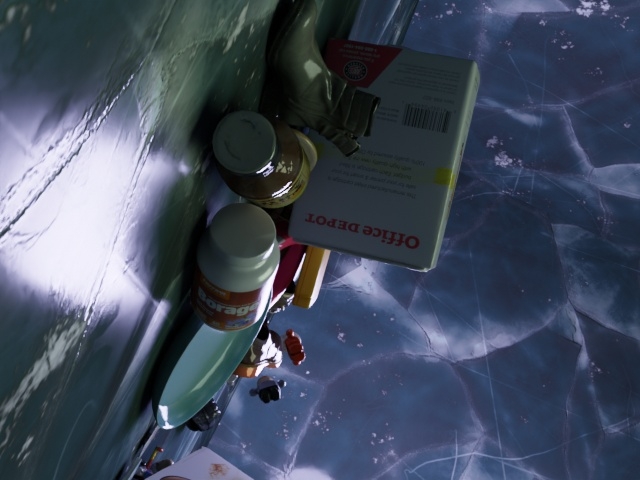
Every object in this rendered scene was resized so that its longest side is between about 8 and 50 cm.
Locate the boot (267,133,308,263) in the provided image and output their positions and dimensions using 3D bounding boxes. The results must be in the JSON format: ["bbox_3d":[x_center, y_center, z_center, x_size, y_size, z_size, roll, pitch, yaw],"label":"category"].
[{"bbox_3d":[-0.057,-0.091,1.692,0.262,0.095,0.203,-57,171,-26],"label":"boot"}]

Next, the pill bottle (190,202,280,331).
[{"bbox_3d":[-0.126,0.040,1.179,0.216,0.121,0.121,110,5,-57],"label":"pill bottle"}]

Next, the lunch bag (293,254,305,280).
[{"bbox_3d":[-0.053,-0.042,2.055,0.303,0.115,0.243,-63,172,-53],"label":"lunch bag"}]

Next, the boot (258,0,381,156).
[{"bbox_3d":[0.012,-0.217,1.070,0.246,0.161,0.083,110,5,-64],"label":"boot"}]

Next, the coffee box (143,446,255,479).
[{"bbox_3d":[-0.246,0.669,1.586,0.338,0.334,0.338,-60,167,5],"label":"coffee box"}]

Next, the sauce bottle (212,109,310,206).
[{"bbox_3d":[-0.076,-0.102,1.011,0.344,0.111,0.111,7,108,-86],"label":"sauce bottle"}]

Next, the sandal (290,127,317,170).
[{"bbox_3d":[-0.067,-0.106,1.381,0.240,0.088,0.079,123,-12,-69],"label":"sandal"}]

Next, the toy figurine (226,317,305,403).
[{"bbox_3d":[-0.164,0.309,2.133,0.209,0.213,0.148,-62,-166,1],"label":"toy figurine"}]

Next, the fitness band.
[{"bbox_3d":[-0.125,0.071,1.576,0.291,0.054,0.209,-27,146,-59],"label":"fitness band"}]

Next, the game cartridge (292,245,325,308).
[{"bbox_3d":[0.000,0.000,1.777,0.324,0.053,0.285,5,100,-86],"label":"game cartridge"}]

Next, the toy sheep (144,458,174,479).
[{"bbox_3d":[-0.355,0.549,1.802,0.091,0.091,0.132,-58,167,-70],"label":"toy sheep"}]

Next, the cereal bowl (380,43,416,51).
[{"bbox_3d":[0.114,-0.246,1.705,0.141,0.339,0.338,-15,142,-39],"label":"cereal bowl"}]

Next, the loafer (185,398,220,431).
[{"bbox_3d":[-0.316,0.458,2.071,0.078,0.076,0.223,-24,168,-22],"label":"loafer"}]

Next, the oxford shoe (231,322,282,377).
[{"bbox_3d":[-0.125,0.214,1.688,0.271,0.097,0.098,-24,133,-80],"label":"oxford shoe"}]

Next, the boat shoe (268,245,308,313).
[{"bbox_3d":[-0.125,0.118,1.874,0.132,0.130,0.355,-61,176,-54],"label":"boat shoe"}]

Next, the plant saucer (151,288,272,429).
[{"bbox_3d":[-0.196,0.188,1.407,0.317,0.044,0.317,-52,164,-21],"label":"plant saucer"}]

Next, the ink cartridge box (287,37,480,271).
[{"bbox_3d":[0.121,-0.157,1.507,0.160,0.279,0.384,2,101,-77],"label":"ink cartridge box"}]

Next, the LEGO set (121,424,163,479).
[{"bbox_3d":[-0.340,0.451,1.539,0.182,0.060,0.244,-62,179,30],"label":"LEGO set"}]
